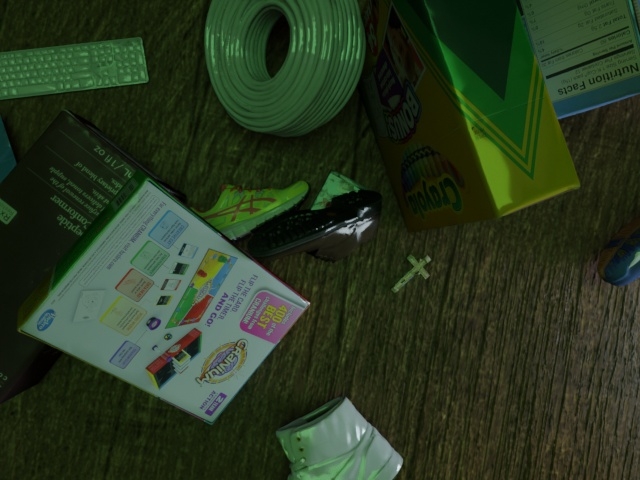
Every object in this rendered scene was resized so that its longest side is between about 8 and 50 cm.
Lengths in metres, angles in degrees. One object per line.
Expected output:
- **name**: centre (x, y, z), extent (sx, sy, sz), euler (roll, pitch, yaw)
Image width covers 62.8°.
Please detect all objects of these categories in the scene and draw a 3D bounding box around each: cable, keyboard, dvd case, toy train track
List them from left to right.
- **keyboard**: centre (-0.407, -0.272, 0.832), extent (0.256, 0.014, 0.072), euler (-8, 89, -4)
- **cable**: centre (-0.059, -0.282, 0.757), extent (0.257, 0.089, 0.257), euler (-5, 93, 40)
- **dvd case**: centre (0.027, -0.045, 0.860), extent (0.087, 0.013, 0.119), euler (29, 86, -3)
- **toy train track**: centre (0.150, 0.056, 0.866), extent (0.083, 0.014, 0.048), euler (-43, 92, -3)

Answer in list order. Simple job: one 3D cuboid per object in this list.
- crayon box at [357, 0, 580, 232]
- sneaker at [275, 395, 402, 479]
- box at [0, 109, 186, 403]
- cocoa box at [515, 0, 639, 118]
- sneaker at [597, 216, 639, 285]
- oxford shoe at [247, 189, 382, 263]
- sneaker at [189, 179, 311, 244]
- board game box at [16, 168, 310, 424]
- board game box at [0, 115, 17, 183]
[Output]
- **crayon box**: centre (0.151, -0.178, 0.697), extent (0.106, 0.363, 0.313), euler (-18, 90, -4)
- **sneaker**: centre (-0.035, 0.372, 0.806), extent (0.292, 0.108, 0.169), euler (-39, 90, -14)
- **box**: centre (-0.397, 0.022, 0.766), extent (0.191, 0.143, 0.381), euler (38, 88, -3)
- **cocoa box**: centre (0.379, -0.309, 0.711), extent (0.347, 0.231, 0.228), euler (-25, 99, -33)
- **sneaker**: centre (0.595, -0.005, 0.853), extent (0.296, 0.112, 0.131), euler (-38, 92, -3)
- **oxford shoe**: centre (0.000, 0.000, 0.781), extent (0.227, 0.083, 0.096), euler (-17, 122, -26)
- **sneaker**: centre (-0.116, -0.056, 0.817), extent (0.208, 0.081, 0.094), euler (-25, 85, -6)
- **board game box**: centre (-0.201, 0.093, 0.739), extent (0.242, 0.064, 0.316), euler (-50, 123, -4)
- **board game box**: centre (-0.532, -0.118, 0.812), extent (0.133, 0.033, 0.168), euler (-21, 85, 1)
